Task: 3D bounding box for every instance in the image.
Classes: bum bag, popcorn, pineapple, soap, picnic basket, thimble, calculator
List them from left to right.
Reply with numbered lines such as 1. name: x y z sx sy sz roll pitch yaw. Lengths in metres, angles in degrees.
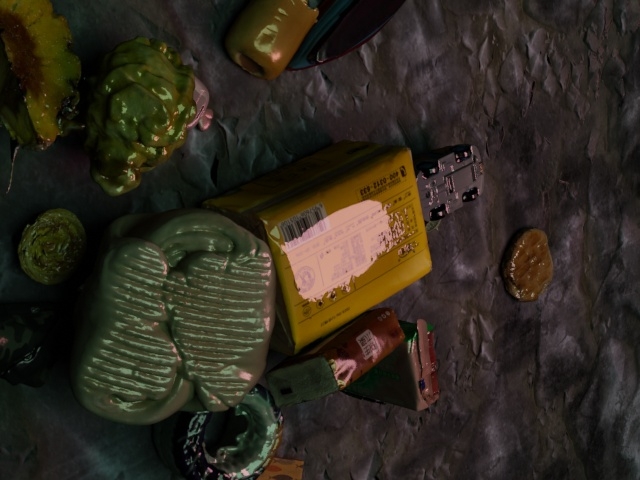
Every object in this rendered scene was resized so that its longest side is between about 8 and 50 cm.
1. bum bag: -0.534 0.151 1.506 0.340 0.095 0.144 14 86 -49
2. pineapple: -0.457 -0.267 1.457 0.334 0.158 0.161 63 32 -5
3. popcorn: -0.308 -0.203 1.541 0.192 0.233 0.266 27 62 -31
4. calculator: -0.251 -0.253 1.718 0.166 0.024 0.103 37 74 -38
5. thimble: -0.194 0.344 1.804 0.237 0.150 0.237 -8 103 -38
6. soap: 0.117 0.233 1.969 0.098 0.273 0.218 -20 111 -43
7. picnic basket: 0.240 -0.031 2.158 0.065 0.083 0.083 -9 61 -54

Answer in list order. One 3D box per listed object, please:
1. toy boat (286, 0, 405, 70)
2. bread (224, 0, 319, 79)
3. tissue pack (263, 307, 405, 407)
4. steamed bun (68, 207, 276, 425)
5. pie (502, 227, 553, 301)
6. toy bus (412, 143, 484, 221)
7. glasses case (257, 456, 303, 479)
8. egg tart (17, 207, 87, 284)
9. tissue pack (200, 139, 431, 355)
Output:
1. toy boat: 0.076 -0.455 1.938 0.392 0.079 0.136 -46 123 -28
2. bread: -0.089 -0.388 1.791 0.134 0.085 0.173 40 72 -38
3. tissue pack: 0.028 0.216 1.809 0.226 0.183 0.092 -27 94 -48
4. steamed bun: -0.252 0.108 1.630 0.342 0.255 0.368 12 103 -24
5. pie: 0.525 0.064 2.446 0.195 0.046 0.195 -9 103 -41
6. toy bus: 0.244 -0.129 2.099 0.209 0.136 0.126 -27 116 -34
7. glasses case: -0.110 0.472 1.974 0.170 0.041 0.065 19 75 -41
8. egg tart: -0.444 0.009 1.586 0.129 0.049 0.129 -15 112 -44
9. tissue pack: 0.000 0.000 1.852 0.382 0.228 0.293 -28 114 -33
